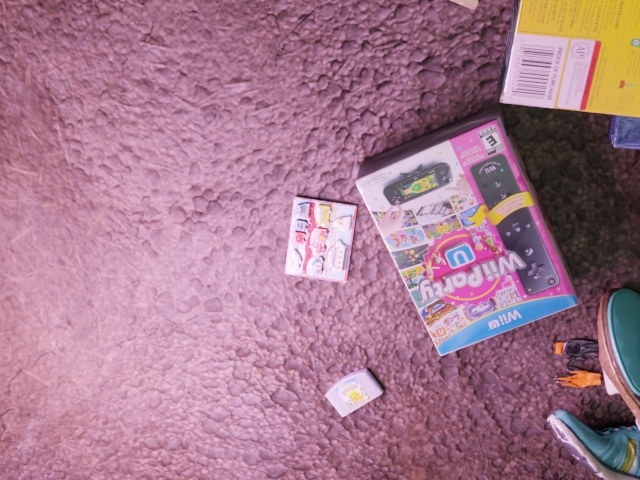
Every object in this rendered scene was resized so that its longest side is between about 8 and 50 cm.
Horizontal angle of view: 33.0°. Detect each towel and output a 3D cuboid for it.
[{"bbox_3d":[0.473,-0.160,1.532,0.120,0.029,0.067,6,110,4],"label":"towel"}]

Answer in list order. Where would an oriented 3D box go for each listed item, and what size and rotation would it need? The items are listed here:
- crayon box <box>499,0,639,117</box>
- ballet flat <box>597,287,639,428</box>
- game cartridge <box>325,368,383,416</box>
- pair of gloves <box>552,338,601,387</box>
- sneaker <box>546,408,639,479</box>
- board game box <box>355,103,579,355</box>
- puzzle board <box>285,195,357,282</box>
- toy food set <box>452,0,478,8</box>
[{"bbox_3d":[0.413,-0.267,1.444,0.319,0.081,0.202,8,129,4],"label":"crayon box"},{"bbox_3d":[0.498,0.238,1.616,0.116,0.124,0.342,-25,75,-23],"label":"ballet flat"},{"bbox_3d":[0.052,0.242,1.737,0.083,0.017,0.056,-34,100,17],"label":"game cartridge"},{"bbox_3d":[0.399,0.191,1.682,0.074,0.010,0.083,-2,107,8],"label":"pair of gloves"},{"bbox_3d":[0.476,0.331,1.694,0.275,0.107,0.110,30,91,-10],"label":"sneaker"},{"bbox_3d":[0.216,-0.013,1.582,0.224,0.097,0.303,-23,107,14],"label":"board game box"},{"bbox_3d":[0.000,0.000,1.654,0.097,0.011,0.128,9,112,3],"label":"puzzle board"},{"bbox_3d":[0.193,-0.419,1.462,0.132,0.038,0.192,19,111,-1],"label":"toy food set"}]
